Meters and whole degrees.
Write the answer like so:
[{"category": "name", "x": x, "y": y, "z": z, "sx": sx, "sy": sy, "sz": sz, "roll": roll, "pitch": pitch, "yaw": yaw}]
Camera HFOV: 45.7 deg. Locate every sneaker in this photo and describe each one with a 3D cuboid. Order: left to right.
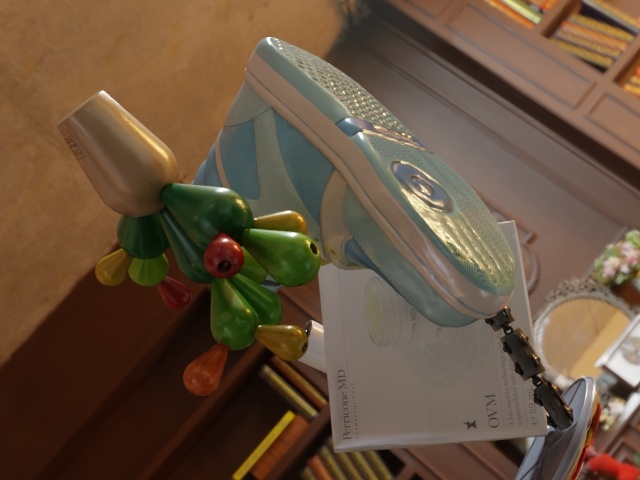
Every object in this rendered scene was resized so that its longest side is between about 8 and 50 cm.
[{"category": "sneaker", "x": 0.000, "y": 0.000, "z": 0.600, "sx": 0.127, "sy": 0.319, "sz": 0.208, "roll": 15, "pitch": -61, "yaw": -41}]

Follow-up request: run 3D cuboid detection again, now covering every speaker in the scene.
[{"category": "speaker", "x": 0.034, "y": 0.155, "z": 0.982, "sx": 0.055, "sy": 0.136, "sz": 0.055, "roll": -58, "pitch": 14, "yaw": 23}]

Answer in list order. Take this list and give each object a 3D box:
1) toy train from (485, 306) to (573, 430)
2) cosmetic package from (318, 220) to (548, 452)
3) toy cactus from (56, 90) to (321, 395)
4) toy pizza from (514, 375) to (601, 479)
[{"category": "toy train", "x": 0.189, "y": 0.104, "z": 0.713, "sx": 0.027, "sy": 0.158, "sz": 0.036, "roll": -34, "pitch": -19, "yaw": 16}, {"category": "cosmetic package", "x": 0.125, "y": 0.114, "z": 0.853, "sx": 0.225, "sy": 0.224, "sz": 0.138, "roll": -9, "pitch": -15, "yaw": 15}, {"category": "toy cactus", "x": -0.094, "y": -0.003, "z": 0.463, "sx": 0.112, "sy": 0.180, "sz": 0.219, "roll": -44, "pitch": 21, "yaw": -17}, {"category": "toy pizza", "x": 0.252, "y": 0.239, "z": 0.814, "sx": 0.201, "sy": 0.032, "sz": 0.201, "roll": -58, "pitch": -11, "yaw": -19}]
